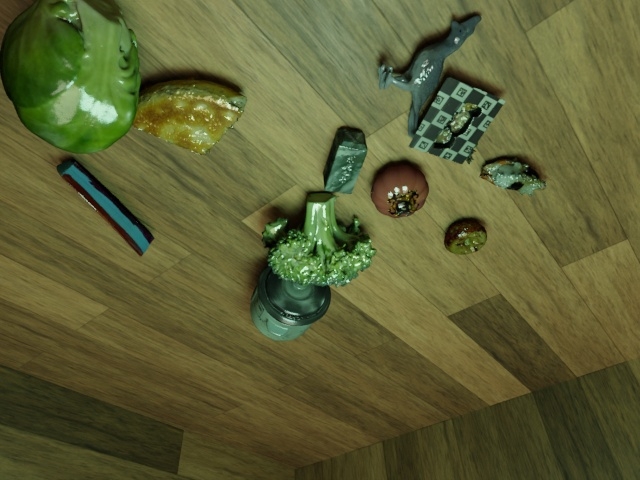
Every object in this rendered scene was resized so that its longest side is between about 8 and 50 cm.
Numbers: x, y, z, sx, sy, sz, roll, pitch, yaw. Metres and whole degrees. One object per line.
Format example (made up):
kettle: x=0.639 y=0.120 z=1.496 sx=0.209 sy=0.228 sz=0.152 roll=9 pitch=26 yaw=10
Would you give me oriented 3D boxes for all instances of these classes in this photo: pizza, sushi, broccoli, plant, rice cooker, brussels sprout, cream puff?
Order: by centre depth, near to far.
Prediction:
brussels sprout: x=-0.547 y=-0.384 z=1.087 sx=0.281 sy=0.289 sz=0.354 roll=11 pitch=124 yaw=-35
pizza: x=-0.352 y=-0.328 z=1.301 sx=0.336 sy=0.086 sz=0.226 roll=-6 pitch=142 yaw=5
sushi: x=0.365 y=-0.334 z=1.347 sx=0.192 sy=0.050 sz=0.215 roll=14 pitch=127 yaw=-20
plant: x=0.439 y=-0.274 z=1.432 sx=0.051 sy=0.051 sz=0.102 roll=-13 pitch=130 yaw=10
sushi: x=0.605 y=-0.197 z=1.494 sx=0.226 sy=0.103 sz=0.097 roll=10 pitch=119 yaw=-16
broccoli: x=-0.013 y=0.022 z=1.575 sx=0.339 sy=0.277 sz=0.317 roll=-24 pitch=114 yaw=10
cream puff: x=0.502 y=-0.014 z=1.691 sx=0.149 sy=0.084 sz=0.149 roll=-2 pitch=141 yaw=-2
rice cooker: x=-0.114 y=0.213 z=1.751 sx=0.264 sy=0.316 sz=0.316 roll=31 pitch=131 yaw=-1

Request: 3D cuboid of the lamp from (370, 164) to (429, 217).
lamp: x=0.245 y=-0.144 z=1.496 sx=0.182 sy=0.140 sz=0.182 roll=-4 pitch=134 yaw=-4

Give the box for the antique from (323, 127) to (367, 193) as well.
antique: x=0.072 y=-0.234 z=1.426 sx=0.088 sy=0.086 sz=0.183 roll=7 pitch=136 yaw=-12

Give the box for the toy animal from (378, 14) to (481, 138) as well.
toy animal: x=0.243 y=-0.408 z=1.247 sx=0.206 sy=0.081 sz=0.367 roll=0 pitch=138 yaw=-24

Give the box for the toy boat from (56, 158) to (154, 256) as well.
toy boat: x=-0.657 y=-0.092 z=1.521 sx=0.079 sy=0.136 sz=0.392 roll=-40 pitch=133 yaw=-8
